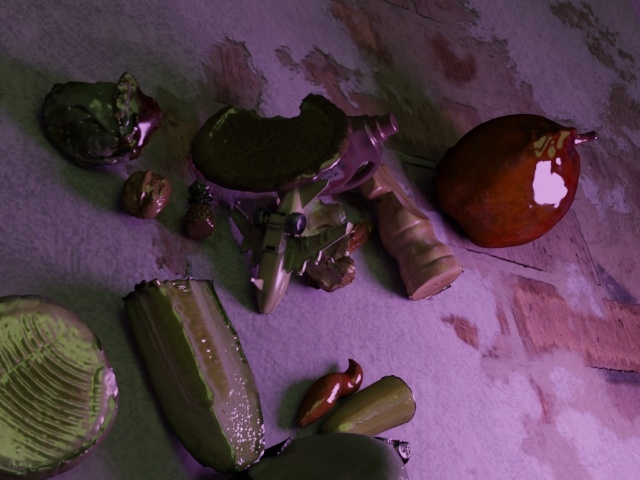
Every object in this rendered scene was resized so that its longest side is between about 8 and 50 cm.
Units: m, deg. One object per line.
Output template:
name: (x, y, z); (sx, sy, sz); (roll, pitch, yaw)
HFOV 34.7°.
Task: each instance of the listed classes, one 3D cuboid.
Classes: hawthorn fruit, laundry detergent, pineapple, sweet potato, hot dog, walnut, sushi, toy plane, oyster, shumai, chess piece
hawthorn fruit: (0.418, -0.131, 2.248); (0.308, 0.325, 0.308); (4, 76, -16)
laundry detergent: (0.052, -0.165, 1.985); (0.171, 0.237, 0.076); (47, 30, -49)
pineapple: (-0.216, -0.058, 1.809); (0.058, 0.058, 0.124); (24, 33, -28)
sweet potato: (0.017, 0.260, 1.767); (0.055, 0.058, 0.202); (38, 38, 18)
hot dog: (0.069, -0.007, 2.043); (0.044, 0.028, 0.137); (47, 41, 6)
walnut: (-0.293, -0.079, 1.723); (0.079, 0.082, 0.096); (11, 38, 1)
sushi: (0.120, 0.372, 1.798); (0.083, 0.044, 0.045); (16, 72, -32)
toy plane: (-0.069, 0.003, 1.811); (0.104, 0.242, 0.256); (50, 54, -56)
oyster: (-0.008, 0.006, 1.921); (0.162, 0.107, 0.232); (-3, 45, -33)
shumai: (-0.361, -0.215, 1.716); (0.184, 0.142, 0.184); (27, 44, -29)
chess piece: (0.167, -0.032, 2.084); (0.137, 0.137, 0.300); (-8, 62, -46)

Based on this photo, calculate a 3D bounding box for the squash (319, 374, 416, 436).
squash: (0.066, 0.312, 1.751); (0.224, 0.094, 0.094); (-23, 77, -44)

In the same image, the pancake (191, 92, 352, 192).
pancake: (-0.087, -0.187, 1.882); (0.288, 0.033, 0.286); (25, 57, 29)

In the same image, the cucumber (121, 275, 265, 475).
cucumber: (-0.186, 0.213, 1.579); (0.145, 0.105, 0.325); (-4, 61, -51)

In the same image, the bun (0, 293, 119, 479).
bun: (-0.406, 0.202, 1.346); (0.259, 0.152, 0.259); (14, 63, -28)

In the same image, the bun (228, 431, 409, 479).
bun: (0.000, 0.417, 1.506); (0.293, 0.293, 0.187); (-36, 121, -50)
